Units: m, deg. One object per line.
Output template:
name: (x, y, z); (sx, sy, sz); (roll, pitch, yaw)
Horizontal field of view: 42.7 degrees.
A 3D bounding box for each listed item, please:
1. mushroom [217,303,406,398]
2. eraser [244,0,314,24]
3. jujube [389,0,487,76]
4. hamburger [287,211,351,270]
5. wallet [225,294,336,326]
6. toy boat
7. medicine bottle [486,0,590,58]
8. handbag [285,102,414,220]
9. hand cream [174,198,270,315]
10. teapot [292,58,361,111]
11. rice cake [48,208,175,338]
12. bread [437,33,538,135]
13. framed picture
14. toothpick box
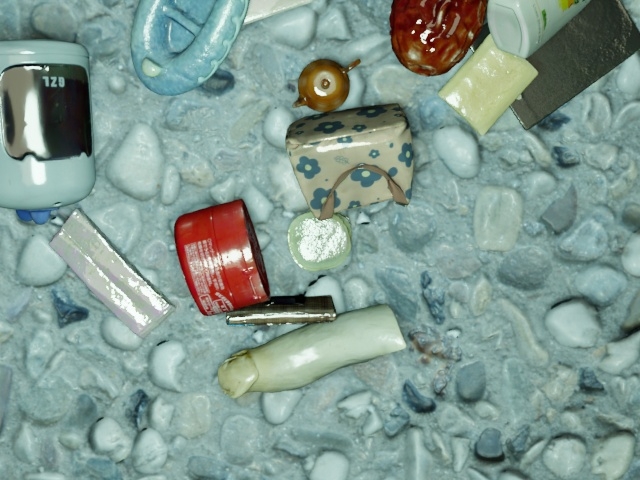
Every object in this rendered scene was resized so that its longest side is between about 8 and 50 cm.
mushroom: (-0.021, 0.242, 1.737); (0.397, 0.177, 0.126); (-18, 91, 1)
eraser: (-0.035, -0.592, 1.679); (0.396, 0.082, 0.213); (-19, 98, -1)
jujube: (0.243, -0.476, 1.655); (0.197, 0.197, 0.290); (20, 80, -5)
hamburger: (0.000, 0.000, 1.763); (0.140, 0.062, 0.133); (-7, 93, 0)
wallet: (-0.084, 0.147, 1.744); (0.230, 0.124, 0.042); (-4, 105, -2)
toy boat: (-0.273, -0.439, 1.616); (0.215, 0.123, 0.330); (38, 113, 6)
medicine bottle: (0.471, -0.509, 1.651); (0.296, 0.111, 0.161); (-42, 139, -19)
handbag: (0.065, -0.162, 1.685); (0.251, 0.190, 0.193); (-10, 114, 2)
hand cream: (-0.199, 0.037, 1.675); (0.149, 0.230, 0.230); (-18, 97, -1)
teapot: (0.012, -0.326, 1.701); (0.173, 0.116, 0.116); (-34, 97, 0)
rice cake: (-0.450, 0.073, 1.752); (0.106, 0.050, 0.298); (-43, 97, 1)
bread: (0.354, -0.332, 1.735); (0.139, 0.060, 0.178); (42, 101, -6)
framed picture: (0.509, -0.429, 1.765); (0.324, 0.013, 0.244); (-36, 97, 2)
toothpick box: (-0.576, -0.208, 1.630); (0.263, 0.263, 0.355); (-3, 98, -3)
